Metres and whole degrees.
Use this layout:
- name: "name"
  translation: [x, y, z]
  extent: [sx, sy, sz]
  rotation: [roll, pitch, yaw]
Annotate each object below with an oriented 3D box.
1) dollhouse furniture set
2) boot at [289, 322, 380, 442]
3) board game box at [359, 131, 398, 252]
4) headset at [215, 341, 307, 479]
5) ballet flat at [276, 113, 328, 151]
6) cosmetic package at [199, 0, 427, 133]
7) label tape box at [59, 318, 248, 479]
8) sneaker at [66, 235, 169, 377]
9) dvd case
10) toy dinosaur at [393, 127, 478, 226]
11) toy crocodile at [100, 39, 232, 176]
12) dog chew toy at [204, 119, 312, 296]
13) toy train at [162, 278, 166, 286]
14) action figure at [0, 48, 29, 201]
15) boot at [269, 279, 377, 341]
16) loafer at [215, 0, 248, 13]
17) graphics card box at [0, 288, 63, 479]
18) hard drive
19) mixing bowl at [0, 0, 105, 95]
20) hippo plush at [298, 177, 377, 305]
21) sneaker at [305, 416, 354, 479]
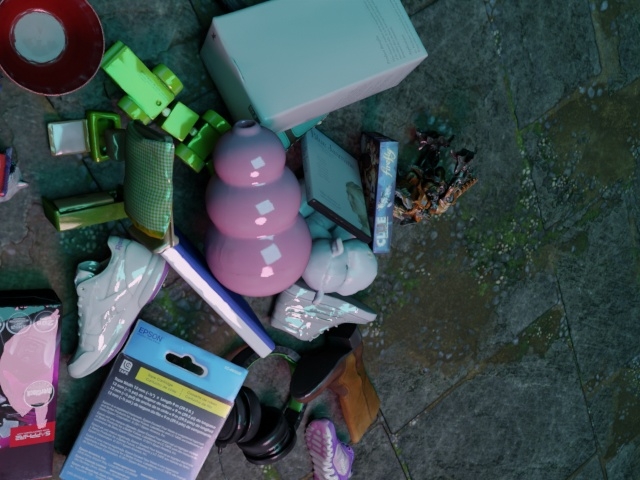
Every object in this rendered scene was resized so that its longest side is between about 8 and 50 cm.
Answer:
- name: "dollhouse furniture set"
  translation: [-0.370, -0.103, 1.262]
  extent: [0.151, 0.301, 0.198]
  rotation: [-13, 115, -31]
- name: "boot"
  translation: [0.041, 0.375, 1.774]
  extent: [0.264, 0.096, 0.280]
  rotation: [-52, 135, -48]
- name: "board game box"
  translation: [0.121, -0.110, 1.639]
  extent: [0.042, 0.165, 0.243]
  rotation: [0, 105, -12]
- name: "headset"
  translation: [-0.182, 0.414, 1.679]
  extent: [0.243, 0.185, 0.394]
  rotation: [44, 66, -38]
- name: "ballet flat"
  translation: [-0.083, -0.234, 1.532]
  extent: [0.241, 0.077, 0.091]
  rotation: [-34, 127, -16]
- name: "cosmetic package"
  translation: [-0.013, -0.362, 1.441]
  extent: [0.385, 0.156, 0.217]
  rotation: [-24, 87, -21]
- name: "label tape box"
  translation: [-0.335, 0.357, 1.506]
  extent: [0.249, 0.115, 0.348]
  rotation: [27, 89, -12]
- name: "sneaker"
  translation: [-0.420, 0.122, 1.415]
  extent: [0.152, 0.114, 0.305]
  rotation: [31, 101, -17]
- name: "dvd case"
  translation: [0.031, -0.127, 1.556]
  extent: [0.022, 0.253, 0.180]
  rotation: [-36, 130, 28]
- name: "toy dinosaur"
  translation: [0.267, -0.140, 1.760]
  extent: [0.322, 0.164, 0.218]
  rotation: [-36, 147, -59]
- name: "toy crocodile"
  translation: [-0.280, -0.234, 1.404]
  extent: [0.340, 0.105, 0.115]
  rotation: [42, 83, -28]
- name: "dog chew toy"
  translation: [-0.122, -0.061, 1.363]
  extent: [0.206, 0.206, 0.332]
  rotation: [-20, 126, -25]
- name: "toy train"
  translation: [-0.387, 0.096, 1.486]
  extent: [0.158, 0.027, 0.036]
  rotation: [-9, 114, -28]
- name: "action figure"
  translation: [-0.637, -0.167, 1.205]
  extent: [0.330, 0.178, 0.341]
  rotation: [26, 62, -41]
- name: "boot"
  translation: [0.003, 0.178, 1.724]
  extent: [0.258, 0.095, 0.123]
  rotation: [20, 101, -26]
- name: "loafer"
  translation: [-0.192, -0.508, 1.373]
  extent: [0.078, 0.076, 0.223]
  rotation: [-41, 119, -4]
- name: "graphics card box"
  translation: [-0.612, 0.278, 1.370]
  extent: [0.232, 0.094, 0.371]
  rotation: [1, 105, -31]
- name: "hard drive"
  translation: [-0.224, 0.079, 1.467]
  extent: [0.040, 0.210, 0.319]
  rotation: [-40, 123, -3]
- name: "mixing bowl"
  translation: [-0.468, -0.341, 1.247]
  extent: [0.181, 0.098, 0.181]
  rotation: [-11, 111, -29]
- name: "hippo plush"
  translation: [0.000, 0.000, 1.563]
  extent: [0.294, 0.236, 0.234]
  rotation: [9, 101, -33]
- name: "sneaker"
  translation: [0.032, 0.530, 1.855]
  extent: [0.104, 0.095, 0.236]
  rotation: [-26, 123, -30]
